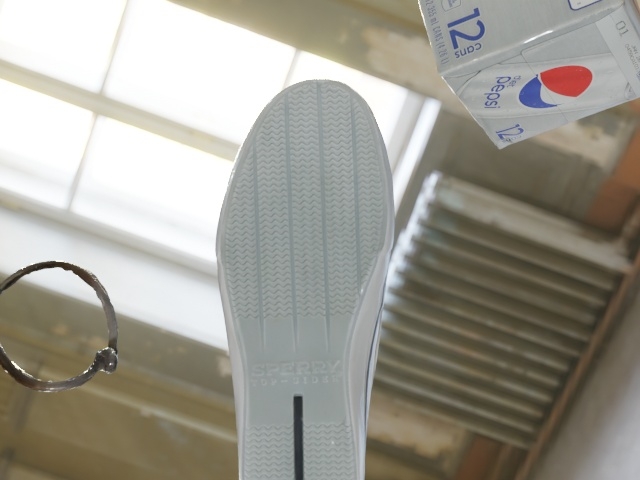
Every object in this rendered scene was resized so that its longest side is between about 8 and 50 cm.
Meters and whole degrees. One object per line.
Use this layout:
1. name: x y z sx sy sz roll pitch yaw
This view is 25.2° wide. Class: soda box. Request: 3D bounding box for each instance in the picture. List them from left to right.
1. soda box: 0.083 -0.198 0.722 0.098 0.091 0.286 38 -144 -59

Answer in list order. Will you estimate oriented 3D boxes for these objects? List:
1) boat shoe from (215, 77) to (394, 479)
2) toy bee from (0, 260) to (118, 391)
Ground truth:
1. boat shoe: -0.012 0.038 0.693 0.076 0.083 0.226 97 179 -86
2. toy bee: -0.192 0.124 0.551 0.162 0.195 0.298 85 -173 -71
